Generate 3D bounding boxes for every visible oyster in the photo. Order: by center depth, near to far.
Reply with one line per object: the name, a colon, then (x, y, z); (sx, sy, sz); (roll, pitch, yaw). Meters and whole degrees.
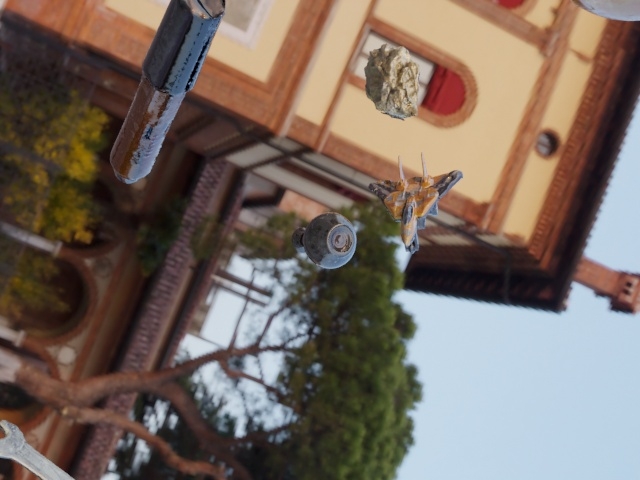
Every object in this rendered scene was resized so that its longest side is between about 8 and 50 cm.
oyster: (0.142, -0.339, 2.049); (0.132, 0.072, 0.209); (-12, -114, 26)

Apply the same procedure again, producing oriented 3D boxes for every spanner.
spanner: (-0.375, 0.371, 1.444); (0.017, 0.302, 0.071); (-43, -167, 21)

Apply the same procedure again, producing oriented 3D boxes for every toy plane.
toy plane: (0.188, -0.057, 1.959); (0.316, 0.204, 0.103); (-80, 159, -53)

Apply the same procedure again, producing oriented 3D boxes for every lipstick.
lipstick: (-0.225, -0.204, 1.353); (0.418, 0.077, 0.077); (129, -22, -53)

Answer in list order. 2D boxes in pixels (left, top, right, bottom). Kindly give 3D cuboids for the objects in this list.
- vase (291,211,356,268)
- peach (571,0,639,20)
vase: (0.000, 0.000, 2.090); (0.183, 0.120, 0.120); (0, -113, 62)
peach: (0.443, -0.453, 1.250); (0.289, 0.372, 0.373); (0, -115, 50)
